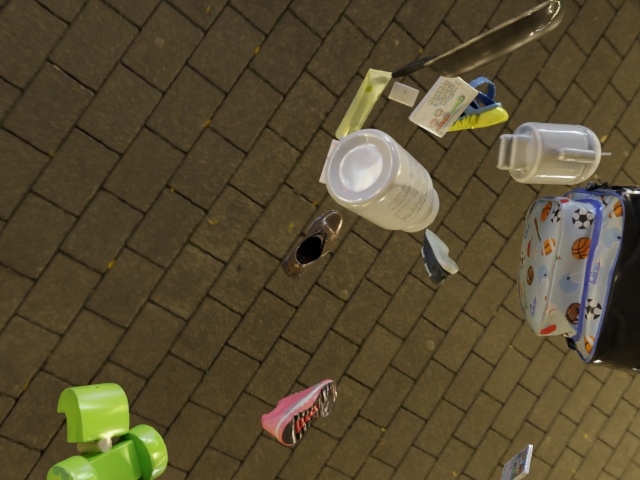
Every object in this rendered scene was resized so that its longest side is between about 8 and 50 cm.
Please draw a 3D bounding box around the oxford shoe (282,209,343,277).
[{"bbox_3d":[0.000,0.000,1.282,0.083,0.096,0.227,39,60,-5],"label":"oxford shoe"}]

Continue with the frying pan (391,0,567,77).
[{"bbox_3d":[0.192,-0.262,0.724,0.197,0.326,0.053,-38,106,-41],"label":"frying pan"}]

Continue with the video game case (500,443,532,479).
[{"bbox_3d":[0.496,0.581,1.281,0.011,0.087,0.122,32,130,11],"label":"video game case"}]

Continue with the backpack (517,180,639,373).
[{"bbox_3d":[0.398,0.040,0.723,0.213,0.263,0.276,14,100,15],"label":"backpack"}]

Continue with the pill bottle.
[{"bbox_3d":[0.118,-0.089,0.863,0.229,0.131,0.131,22,92,-56],"label":"pill bottle"}]

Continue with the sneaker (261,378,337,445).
[{"bbox_3d":[-0.064,0.523,1.620,0.314,0.136,0.115,-21,114,-50],"label":"sneaker"}]

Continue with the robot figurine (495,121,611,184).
[{"bbox_3d":[0.771,-0.288,1.681,0.354,0.300,0.199,0,105,-11],"label":"robot figurine"}]

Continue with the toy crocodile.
[{"bbox_3d":[-0.229,0.329,0.571,0.115,0.105,0.340,-12,83,-57],"label":"toy crocodile"}]

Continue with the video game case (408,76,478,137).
[{"bbox_3d":[0.333,-0.365,1.358,0.143,0.019,0.157,15,123,-41],"label":"video game case"}]

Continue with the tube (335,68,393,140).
[{"bbox_3d":[0.121,-0.395,1.484,0.062,0.070,0.240,31,128,-2],"label":"tube"}]

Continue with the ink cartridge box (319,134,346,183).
[{"bbox_3d":[0.075,-0.216,1.423,0.090,0.092,0.143,2,110,-62],"label":"ink cartridge box"}]

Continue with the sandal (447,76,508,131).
[{"bbox_3d":[0.433,-0.402,1.512,0.126,0.317,0.138,-18,102,-21],"label":"sandal"}]

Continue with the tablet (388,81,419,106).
[{"bbox_3d":[0.265,-0.465,1.603,0.083,0.006,0.054,19,111,-5],"label":"tablet"}]

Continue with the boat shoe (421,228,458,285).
[{"bbox_3d":[0.404,0.054,1.805,0.114,0.302,0.091,36,111,-11],"label":"boat shoe"}]
